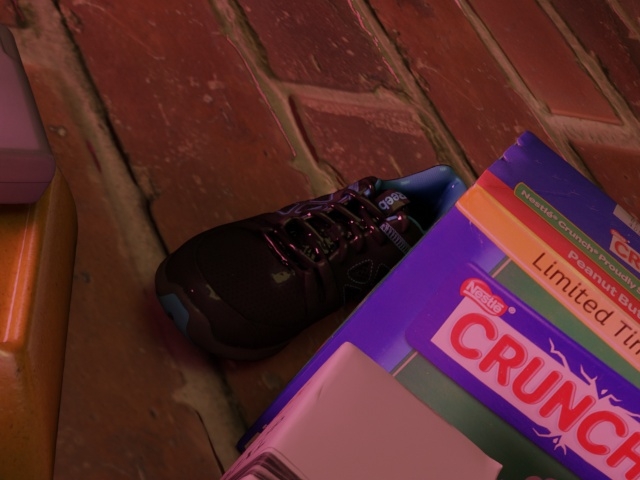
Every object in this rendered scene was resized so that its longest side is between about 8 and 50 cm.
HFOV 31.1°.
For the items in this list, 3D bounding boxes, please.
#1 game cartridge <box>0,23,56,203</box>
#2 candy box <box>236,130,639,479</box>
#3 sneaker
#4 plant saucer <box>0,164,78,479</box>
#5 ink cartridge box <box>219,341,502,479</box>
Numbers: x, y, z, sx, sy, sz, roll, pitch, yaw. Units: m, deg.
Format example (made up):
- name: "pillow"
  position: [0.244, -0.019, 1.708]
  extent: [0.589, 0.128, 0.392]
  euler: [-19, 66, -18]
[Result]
- name: "game cartridge"
  position: [-0.319, -0.112, 0.740]
  extent: [0.294, 0.060, 0.196]
  euler: [13, 37, -37]
- name: "candy box"
  position: [0.135, 0.126, 0.827]
  extent: [0.268, 0.317, 0.122]
  euler: [42, 35, 3]
- name: "sneaker"
  position: [0.000, 0.000, 0.999]
  extent: [0.341, 0.140, 0.125]
  euler: [-19, 67, -50]
- name: "plant saucer"
  position: [-0.302, -0.011, 0.738]
  extent: [0.332, 0.081, 0.333]
  euler: [24, 28, -23]
- name: "ink cartridge box"
  position: [-0.052, 0.227, 0.624]
  extent: [0.129, 0.223, 0.307]
  euler: [41, 34, 2]
